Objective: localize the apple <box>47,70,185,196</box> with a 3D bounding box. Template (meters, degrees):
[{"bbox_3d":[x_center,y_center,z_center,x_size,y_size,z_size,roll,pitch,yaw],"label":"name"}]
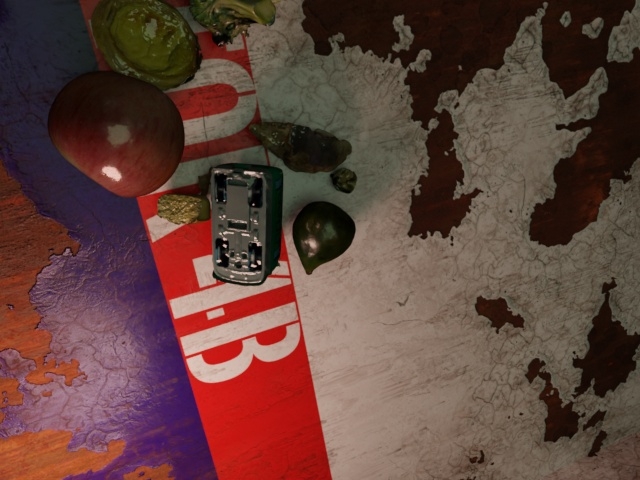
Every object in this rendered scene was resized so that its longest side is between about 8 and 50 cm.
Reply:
[{"bbox_3d":[-0.486,-0.268,1.306,0.345,0.345,0.269,41,85,-26],"label":"apple"}]

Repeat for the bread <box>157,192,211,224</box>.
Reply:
[{"bbox_3d":[-0.379,-0.090,1.517,0.156,0.125,0.086,6,99,13],"label":"bread"}]

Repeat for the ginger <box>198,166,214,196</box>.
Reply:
[{"bbox_3d":[-0.342,-0.175,1.559,0.048,0.030,0.097,12,105,-52],"label":"ginger"}]

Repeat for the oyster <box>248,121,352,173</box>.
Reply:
[{"bbox_3d":[-0.049,-0.282,1.594,0.341,0.110,0.166,24,102,-39],"label":"oyster"}]

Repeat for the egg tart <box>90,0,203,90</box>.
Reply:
[{"bbox_3d":[-0.444,-0.503,1.361,0.279,0.095,0.278,8,76,-34],"label":"egg tart"}]

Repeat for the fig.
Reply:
[{"bbox_3d":[0.000,0.000,1.657,0.195,0.195,0.244,15,96,-24],"label":"fig"}]

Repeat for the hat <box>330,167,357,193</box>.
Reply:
[{"bbox_3d":[0.071,-0.190,1.700,0.077,0.059,0.076,21,81,-31],"label":"hat"}]

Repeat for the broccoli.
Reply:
[{"bbox_3d":[-0.197,-0.606,1.368,0.263,0.243,0.247,-4,124,-40],"label":"broccoli"}]

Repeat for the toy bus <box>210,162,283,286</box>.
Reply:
[{"bbox_3d":[-0.206,-0.059,1.548,0.184,0.199,0.343,8,107,14],"label":"toy bus"}]
